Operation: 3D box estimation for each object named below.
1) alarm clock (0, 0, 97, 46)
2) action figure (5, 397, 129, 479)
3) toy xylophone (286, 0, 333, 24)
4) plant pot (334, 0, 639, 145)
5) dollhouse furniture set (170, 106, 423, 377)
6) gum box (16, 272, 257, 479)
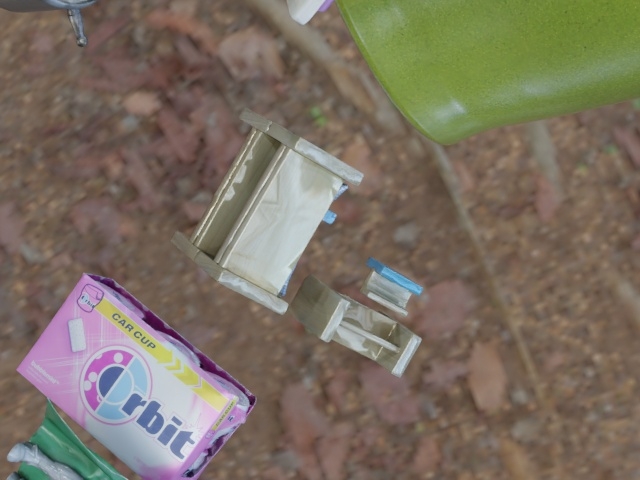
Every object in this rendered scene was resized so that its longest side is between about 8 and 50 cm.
[{"bbox_3d":[-0.180,-0.212,1.132,0.192,0.064,0.129,52,49,-49],"label":"alarm clock"},{"bbox_3d":[-0.158,0.246,1.559,0.232,0.137,0.063,31,31,11],"label":"action figure"},{"bbox_3d":[-0.084,-0.274,1.013,0.322,0.236,0.081,25,30,-10],"label":"toy xylophone"},{"bbox_3d":[0.195,-0.248,1.473,0.366,0.353,0.366,52,21,-31],"label":"plant pot"},{"bbox_3d":[0.000,0.000,1.552,0.183,0.129,0.129,29,93,-27],"label":"dollhouse furniture set"},{"bbox_3d":[-0.157,0.128,1.669,0.188,0.107,0.062,38,6,18],"label":"gum box"}]
